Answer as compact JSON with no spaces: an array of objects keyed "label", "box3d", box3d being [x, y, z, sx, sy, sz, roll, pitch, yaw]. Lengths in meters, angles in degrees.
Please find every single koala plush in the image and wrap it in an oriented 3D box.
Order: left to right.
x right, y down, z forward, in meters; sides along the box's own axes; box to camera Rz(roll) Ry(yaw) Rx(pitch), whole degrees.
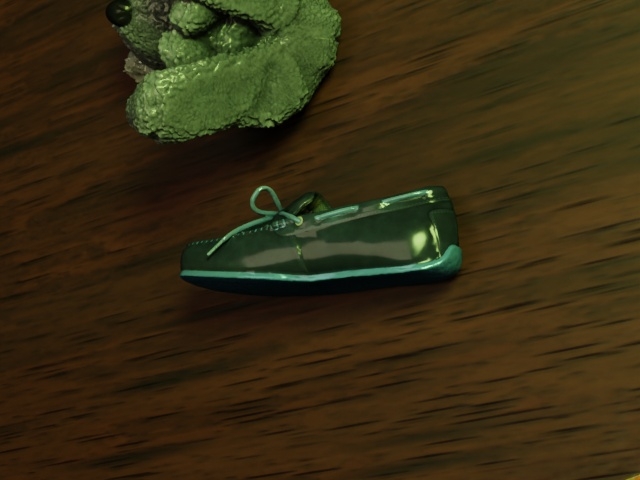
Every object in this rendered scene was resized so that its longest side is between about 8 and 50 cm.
[{"label":"koala plush","box3d":[-0.116,-0.200,1.103,0.221,0.203,0.196,23,112,52]}]

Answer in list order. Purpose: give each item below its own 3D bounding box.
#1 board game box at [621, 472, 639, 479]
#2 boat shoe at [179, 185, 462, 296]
[{"label":"board game box","box3d":[0.401,0.231,0.612,0.356,0.356,0.357,-29,71,26]},{"label":"boat shoe","box3d":[0.000,0.000,1.051,0.258,0.109,0.089,-3,77,16]}]
